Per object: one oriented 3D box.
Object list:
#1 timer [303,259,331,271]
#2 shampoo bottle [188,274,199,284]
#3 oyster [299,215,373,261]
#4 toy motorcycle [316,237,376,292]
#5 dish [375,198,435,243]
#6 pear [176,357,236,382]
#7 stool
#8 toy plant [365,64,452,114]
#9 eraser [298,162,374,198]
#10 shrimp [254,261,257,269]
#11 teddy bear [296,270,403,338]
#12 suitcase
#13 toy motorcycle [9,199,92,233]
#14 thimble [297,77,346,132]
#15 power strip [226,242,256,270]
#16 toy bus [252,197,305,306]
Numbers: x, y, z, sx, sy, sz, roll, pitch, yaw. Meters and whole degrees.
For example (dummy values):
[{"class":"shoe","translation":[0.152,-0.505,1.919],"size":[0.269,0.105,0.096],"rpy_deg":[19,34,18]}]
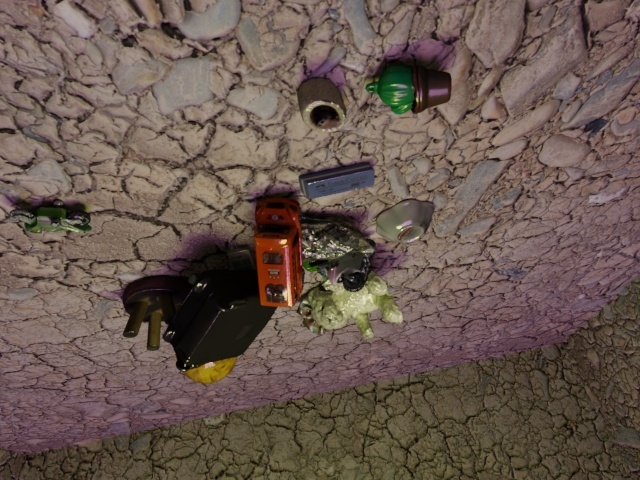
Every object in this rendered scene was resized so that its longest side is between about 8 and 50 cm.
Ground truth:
[{"class":"timer","translation":[-0.006,0.066,1.679],"size":[0.140,0.047,0.128],"rpy_deg":[-18,146,4]},{"class":"shampoo bottle","translation":[-0.425,0.179,1.705],"size":[0.069,0.041,0.191],"rpy_deg":[-20,146,20]},{"class":"oyster","translation":[0.005,0.001,1.510],"size":[0.351,0.158,0.162],"rpy_deg":[5,171,2]},{"class":"toy motorcycle","translation":[0.081,0.080,1.597],"size":[0.204,0.239,0.108],"rpy_deg":[1,120,25]},{"class":"dish","translation":[0.311,-0.047,1.593],"size":[0.230,0.081,0.229],"rpy_deg":[-9,147,-6]},{"class":"pear","translation":[-0.484,0.472,1.914],"size":[0.281,0.280,0.280],"rpy_deg":[-9,146,-6]},{"class":"stool","translation":[-0.594,0.273,1.661],"size":[0.272,0.178,0.272],"rpy_deg":[-10,146,-7]},{"class":"toy plant","translation":[0.211,-0.362,1.081],"size":[0.201,0.105,0.143],"rpy_deg":[1,163,10]},{"class":"eraser","translation":[0.050,-0.179,1.346],"size":[0.225,0.036,0.082],"rpy_deg":[-12,149,-2]},{"class":"shrimp","translation":[-0.275,0.176,1.732],"size":[0.178,0.075,0.289],"rpy_deg":[17,138,-26]},{"class":"teddy bear","translation":[0.092,0.281,1.806],"size":[0.362,0.375,0.327],"rpy_deg":[-32,104,-3]},{"class":"suitcase","translation":[-0.324,0.265,1.540],"size":[0.339,0.188,0.345],"rpy_deg":[6,124,-53]},{"class":"toy motorcycle","translation":[-0.737,-0.054,1.229],"size":[0.190,0.074,0.106],"rpy_deg":[2,153,-24]},{"class":"thimble","translation":[0.004,-0.321,1.070],"size":[0.115,0.090,0.102],"rpy_deg":[6,142,-25]},{"class":"power strip","translation":[-0.277,0.095,1.603],"size":[0.080,0.029,0.226],"rpy_deg":[-13,132,-2]},{"class":"toy bus","translation":[-0.132,0.038,1.386],"size":[0.143,0.153,0.329],"rpy_deg":[3,115,8]}]
